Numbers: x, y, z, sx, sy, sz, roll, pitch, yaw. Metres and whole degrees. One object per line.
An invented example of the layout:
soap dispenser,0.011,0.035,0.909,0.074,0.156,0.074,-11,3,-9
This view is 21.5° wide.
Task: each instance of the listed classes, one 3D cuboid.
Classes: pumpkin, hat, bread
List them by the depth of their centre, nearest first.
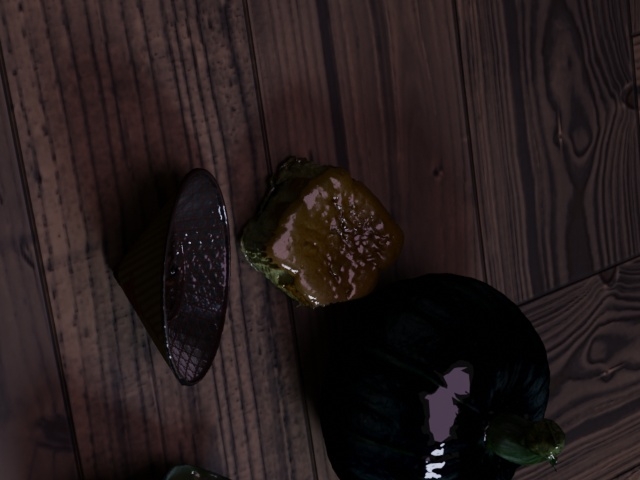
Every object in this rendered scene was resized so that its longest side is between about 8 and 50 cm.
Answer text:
hat,-0.143,0.030,1.486,0.193,0.082,0.193,3,90,-76
bread,0.000,0.000,1.591,0.140,0.069,0.128,44,73,-34
pumpkin,0.133,0.164,1.612,0.248,0.248,0.248,-8,103,-37

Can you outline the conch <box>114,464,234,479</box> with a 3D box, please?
conch,-0.147,0.275,1.499,0.188,0.122,0.176,32,58,-39
